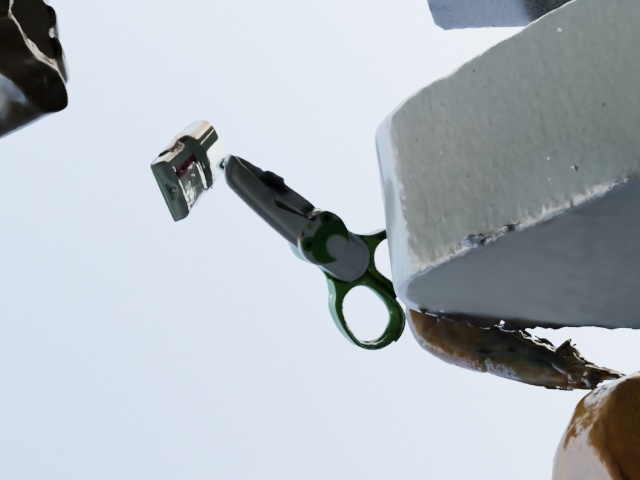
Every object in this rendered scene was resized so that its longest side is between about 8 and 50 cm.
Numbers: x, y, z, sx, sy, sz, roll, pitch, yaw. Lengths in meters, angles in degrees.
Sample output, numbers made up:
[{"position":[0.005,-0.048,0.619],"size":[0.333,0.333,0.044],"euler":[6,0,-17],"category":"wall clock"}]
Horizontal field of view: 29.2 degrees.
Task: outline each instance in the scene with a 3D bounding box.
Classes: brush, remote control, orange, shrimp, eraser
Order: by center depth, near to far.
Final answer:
[{"position":[-0.180,-0.167,0.607],"size":[0.084,0.071,0.301],"euler":[-24,-120,15],"category":"brush"},{"position":[0.240,-0.041,0.842],"size":[0.331,0.331,0.150],"euler":[1,-117,-11],"category":"eraser"},{"position":[0.340,0.256,1.208],"size":[0.249,0.183,0.249],"euler":[12,-132,-13],"category":"orange"},{"position":[-0.127,-0.075,1.221],"size":[0.029,0.065,0.166],"euler":[-17,-164,14],"category":"remote control"},{"position":[0.213,0.085,1.312],"size":[0.251,0.052,0.144],"euler":[21,-95,9],"category":"shrimp"}]

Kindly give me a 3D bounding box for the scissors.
[{"position":[0.000,0.000,0.945],"size":[0.204,0.027,0.101],"euler":[37,-102,-25],"category":"scissors"}]

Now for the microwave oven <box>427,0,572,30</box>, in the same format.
[{"position":[0.350,-0.461,1.663],"size":[0.432,0.374,0.236],"euler":[0,-108,15],"category":"microwave oven"}]
